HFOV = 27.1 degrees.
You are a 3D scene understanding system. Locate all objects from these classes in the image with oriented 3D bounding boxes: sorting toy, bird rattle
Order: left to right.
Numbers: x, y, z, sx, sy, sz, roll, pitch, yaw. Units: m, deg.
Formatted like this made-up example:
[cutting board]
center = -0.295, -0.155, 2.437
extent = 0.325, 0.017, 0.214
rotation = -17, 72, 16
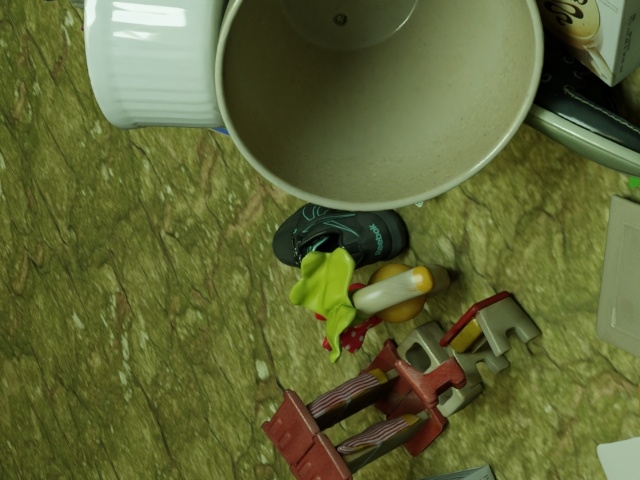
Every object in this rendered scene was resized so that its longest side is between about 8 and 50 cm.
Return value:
[bird rattle]
center = 0.076, 0.089, 1.761
extent = 0.207, 0.253, 0.143
rotation = -20, 74, 12
[sorting toy]
center = 0.392, 0.058, 1.473
extent = 0.196, 0.047, 0.347
rotation = 31, 127, 47

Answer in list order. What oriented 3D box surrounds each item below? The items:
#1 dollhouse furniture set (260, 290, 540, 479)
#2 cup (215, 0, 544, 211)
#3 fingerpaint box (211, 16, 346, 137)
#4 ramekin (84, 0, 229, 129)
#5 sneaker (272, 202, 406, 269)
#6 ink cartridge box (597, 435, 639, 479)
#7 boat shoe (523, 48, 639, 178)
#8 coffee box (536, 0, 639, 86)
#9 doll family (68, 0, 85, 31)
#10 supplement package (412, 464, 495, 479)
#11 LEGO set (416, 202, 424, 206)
[dollhouse furniture set]
center = 0.096, 0.189, 1.773
extent = 0.152, 0.201, 0.374
rotation = 54, 142, 17
[cup]
center = 0.047, -0.233, 1.413
extent = 0.237, 0.331, 0.331
rotation = -102, 17, -54
[fingerpaint box]
center = -0.153, -0.354, 1.792
extent = 0.445, 0.163, 0.371
rotation = 25, 128, 51
[ramekin]
center = -0.145, -0.253, 1.469
extent = 0.135, 0.277, 0.277
rotation = 7, 118, 13
[sneaker]
center = 0.000, 0.000, 1.878
extent = 0.267, 0.106, 0.101
rotation = -9, 101, 54
[ink cartridge box]
center = 0.471, 0.352, 1.460
extent = 0.207, 0.119, 0.353
rotation = -25, 88, 54
[boat shoe]
center = 0.260, -0.173, 1.470
extent = 0.340, 0.127, 0.113
rotation = 34, 93, 45
[coffee box]
center = 0.241, -0.323, 1.366
extent = 0.297, 0.119, 0.168
rotation = 46, 163, 26
[doll family]
center = -0.332, -0.416, 2.022
extent = 0.118, 0.263, 0.163
rotation = 5, 79, 20
[supplement package]
center = 0.178, 0.472, 1.857
extent = 0.204, 0.145, 0.262
rotation = -27, 87, 53
[LEGO set]
center = 0.086, -0.180, 1.750
extent = 0.244, 0.060, 0.182
rotation = 35, 120, 34
